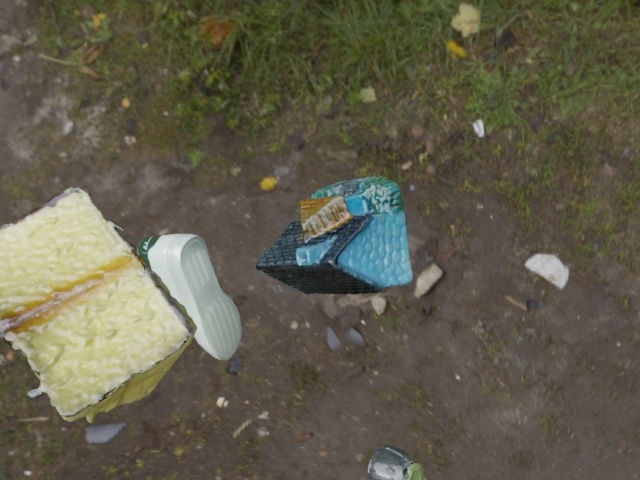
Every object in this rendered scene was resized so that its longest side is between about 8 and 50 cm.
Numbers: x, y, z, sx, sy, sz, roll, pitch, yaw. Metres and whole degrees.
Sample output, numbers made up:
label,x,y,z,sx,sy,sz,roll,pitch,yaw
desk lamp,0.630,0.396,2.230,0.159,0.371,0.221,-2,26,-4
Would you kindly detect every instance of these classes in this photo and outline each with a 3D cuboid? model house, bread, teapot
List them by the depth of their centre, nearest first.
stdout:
label,x,y,z,sx,sy,sz,roll,pitch,yaw
bread,-0.278,0.071,0.846,0.178,0.142,0.266,-38,72,-9
teapot,0.159,0.438,1.364,0.091,0.124,0.092,2,89,45
model house,0.000,0.000,1.409,0.261,0.241,0.226,-7,93,48

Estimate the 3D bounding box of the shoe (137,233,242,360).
label,x,y,z,sx,sy,sz,roll,pitch,yaw
shoe,-0.304,0.132,1.652,0.160,0.363,0.132,8,44,29
